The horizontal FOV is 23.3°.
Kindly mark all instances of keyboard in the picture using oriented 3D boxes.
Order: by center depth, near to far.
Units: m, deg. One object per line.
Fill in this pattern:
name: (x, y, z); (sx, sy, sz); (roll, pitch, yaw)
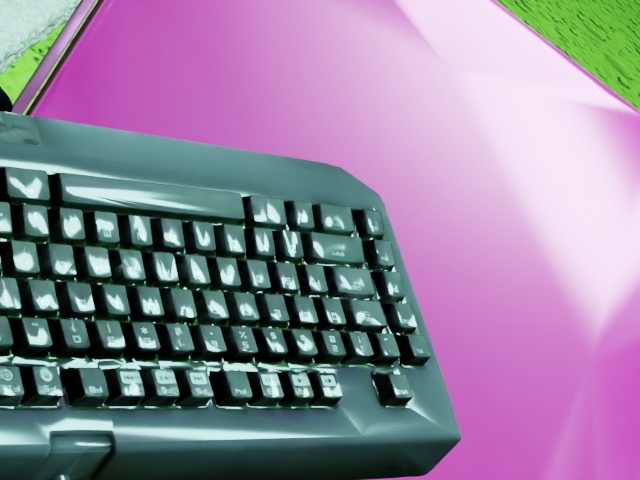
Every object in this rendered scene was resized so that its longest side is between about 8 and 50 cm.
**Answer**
keyboard: (-0.075, 0.049, 0.453); (0.317, 0.033, 0.201); (5, 64, -41)

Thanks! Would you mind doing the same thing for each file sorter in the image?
file sorter: (0.000, 0.000, 0.686); (0.291, 0.202, 0.182); (34, -15, -17)

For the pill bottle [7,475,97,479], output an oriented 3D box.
pill bottle: (-0.146, 0.085, 0.476); (0.215, 0.117, 0.117); (25, 30, -32)

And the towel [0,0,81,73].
towel: (-0.231, -0.153, 0.818); (0.187, 0.049, 0.282); (38, 25, -7)

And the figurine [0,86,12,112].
figurine: (-0.238, -0.136, 0.642); (0.209, 0.092, 0.215); (7, 48, -25)
